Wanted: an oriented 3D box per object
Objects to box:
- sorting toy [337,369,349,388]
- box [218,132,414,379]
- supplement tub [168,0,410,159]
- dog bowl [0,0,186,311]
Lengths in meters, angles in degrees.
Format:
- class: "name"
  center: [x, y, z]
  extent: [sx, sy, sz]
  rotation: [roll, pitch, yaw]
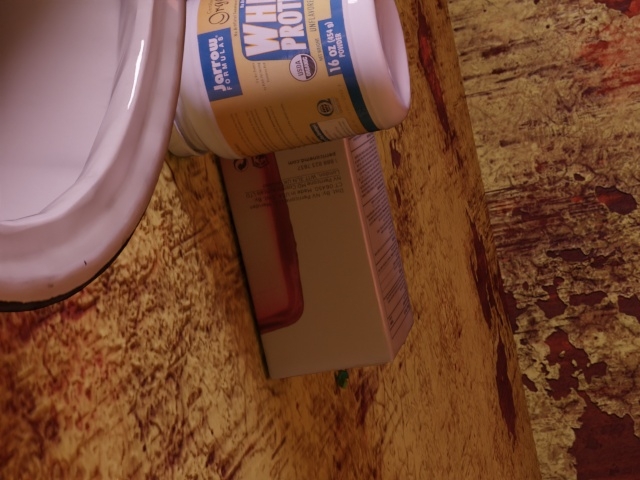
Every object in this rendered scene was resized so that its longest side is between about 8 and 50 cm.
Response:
- class: "sorting toy"
  center: [0.023, 0.129, 1.484]
  extent: [0.062, 0.012, 0.083]
  rotation: [72, 12, -45]
- class: "box"
  center: [0.000, 0.000, 1.257]
  extent: [0.148, 0.127, 0.232]
  rotation: [-42, 121, -73]
- class: "supplement tub"
  center: [-0.036, -0.147, 1.074]
  extent: [0.144, 0.200, 0.144]
  rotation: [-11, 90, -76]
- class: "dog bowl"
  center: [-0.199, -0.169, 0.519]
  extent: [0.408, 0.150, 0.408]
  rotation: [-5, 90, -74]
